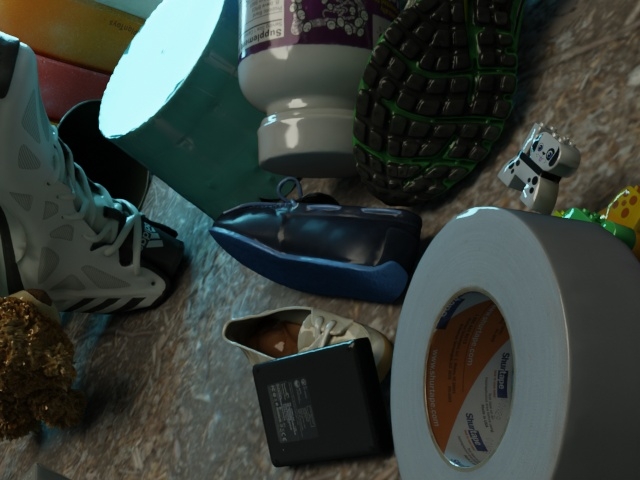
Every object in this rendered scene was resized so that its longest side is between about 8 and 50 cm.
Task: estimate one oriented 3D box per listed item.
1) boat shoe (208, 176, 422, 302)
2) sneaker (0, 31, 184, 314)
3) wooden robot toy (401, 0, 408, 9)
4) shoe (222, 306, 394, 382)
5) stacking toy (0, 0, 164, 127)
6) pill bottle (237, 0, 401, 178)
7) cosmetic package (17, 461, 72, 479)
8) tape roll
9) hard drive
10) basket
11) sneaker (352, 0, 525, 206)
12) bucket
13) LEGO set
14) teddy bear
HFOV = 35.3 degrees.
[{"bbox_3d":[0.000,0.000,0.978,0.258,0.109,0.089,14,66,41],"label":"boat shoe"},{"bbox_3d":[-0.285,-0.059,1.207,0.447,0.257,0.169,108,166,-52],"label":"sneaker"},{"bbox_3d":[0.079,-0.303,1.154,0.079,0.076,0.173,-43,31,42],"label":"wooden robot toy"},{"bbox_3d":[-0.018,0.100,0.926,0.219,0.058,0.076,0,63,55],"label":"shoe"},{"bbox_3d":[-0.474,-0.237,1.706,0.350,0.350,0.480,32,104,59],"label":"stacking toy"},{"bbox_3d":[0.000,-0.222,1.030,0.169,0.169,0.301,-11,77,51],"label":"pill bottle"},{"bbox_3d":[-0.295,0.368,1.034,0.127,0.107,0.238,-43,30,17],"label":"cosmetic package"},{"bbox_3d":[0.123,0.090,0.644,0.219,0.072,0.219,-172,90,-69],"label":"tape roll"},{"bbox_3d":[-0.001,0.140,0.859,0.135,0.022,0.094,-20,79,46],"label":"hard drive"},{"bbox_3d":[-0.381,-0.079,1.525,0.227,0.154,0.204,-24,56,49],"label":"basket"},{"bbox_3d":[0.132,-0.189,0.950,0.146,0.134,0.343,60,-127,-84],"label":"sneaker"},{"bbox_3d":[-0.120,-0.177,1.203,0.281,0.183,0.281,-34,38,31],"label":"bucket"},{"bbox_3d":[0.219,-0.023,0.672,0.093,0.087,0.227,-64,28,20],"label":"LEGO set"},{"bbox_3d":[-0.385,0.143,1.237,0.113,0.245,0.338,-41,-18,-32],"label":"teddy bear"}]
